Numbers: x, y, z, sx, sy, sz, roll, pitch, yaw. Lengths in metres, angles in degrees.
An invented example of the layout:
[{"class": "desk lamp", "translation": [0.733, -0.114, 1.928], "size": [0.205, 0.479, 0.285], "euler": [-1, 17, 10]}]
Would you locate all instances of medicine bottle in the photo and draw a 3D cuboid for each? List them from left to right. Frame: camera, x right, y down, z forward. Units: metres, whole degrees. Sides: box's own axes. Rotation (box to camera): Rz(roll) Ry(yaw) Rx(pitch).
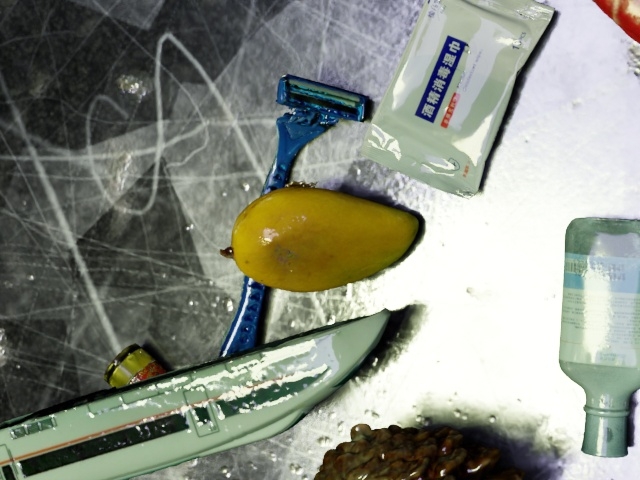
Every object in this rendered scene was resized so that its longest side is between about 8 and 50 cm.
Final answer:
[{"class": "medicine bottle", "translation": [0.255, 0.084, 1.251], "size": [0.090, 0.054, 0.208], "euler": [4, 94, 18]}]

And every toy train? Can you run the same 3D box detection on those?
[{"class": "toy train", "translation": [-0.117, 0.159, 1.325], "size": [0.407, 0.086, 0.088], "euler": [-18, 90, 12]}]

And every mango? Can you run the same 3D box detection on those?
[{"class": "mango", "translation": [0.000, 0.000, 1.308], "size": [0.187, 0.066, 0.101], "euler": [-1, 116, -14]}]

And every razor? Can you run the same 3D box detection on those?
[{"class": "razor", "translation": [-0.049, 0.001, 1.366], "size": [0.056, 0.093, 0.324], "euler": [36, 112, 57]}]

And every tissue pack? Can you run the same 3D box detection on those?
[{"class": "tissue pack", "translation": [0.122, -0.144, 1.307], "size": [0.122, 0.026, 0.193], "euler": [25, 99, 18]}]

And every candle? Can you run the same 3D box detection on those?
[{"class": "candle", "translation": [-0.153, 0.161, 1.405], "size": [0.130, 0.052, 0.052], "euler": [41, 104, 14]}]

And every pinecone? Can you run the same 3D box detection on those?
[{"class": "pinecone", "translation": [0.081, 0.258, 1.238], "size": [0.201, 0.202, 0.229], "euler": [43, 147, -18]}]

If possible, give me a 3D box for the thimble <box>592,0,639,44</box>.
[{"class": "thimble", "translation": [0.294, -0.220, 1.170], "size": [0.189, 0.163, 0.125], "euler": [47, 108, 20]}]
